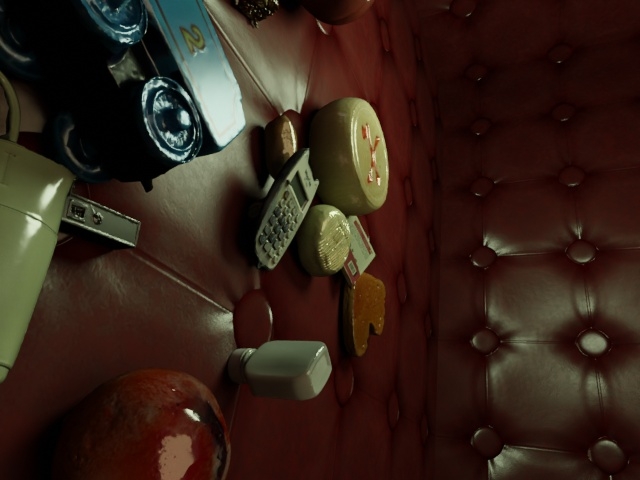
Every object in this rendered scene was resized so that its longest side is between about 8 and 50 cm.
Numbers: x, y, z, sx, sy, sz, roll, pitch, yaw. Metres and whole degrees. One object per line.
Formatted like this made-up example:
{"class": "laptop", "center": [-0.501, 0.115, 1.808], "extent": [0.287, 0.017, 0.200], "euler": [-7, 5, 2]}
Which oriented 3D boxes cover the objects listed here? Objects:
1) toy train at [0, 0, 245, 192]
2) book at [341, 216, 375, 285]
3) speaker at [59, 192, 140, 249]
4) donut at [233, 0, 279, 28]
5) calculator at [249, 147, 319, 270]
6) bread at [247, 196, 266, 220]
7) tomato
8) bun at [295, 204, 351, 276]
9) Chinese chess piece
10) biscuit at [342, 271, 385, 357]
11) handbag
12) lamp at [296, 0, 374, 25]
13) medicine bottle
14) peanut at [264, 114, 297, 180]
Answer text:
{"class": "toy train", "center": [-0.240, -0.225, 0.590], "extent": [0.265, 0.187, 0.301], "euler": [-67, 142, -52]}
{"class": "book", "center": [0.096, 0.020, 1.381], "extent": [0.162, 0.022, 0.232], "euler": [63, 29, -9]}
{"class": "speaker", "center": [-0.312, -0.035, 0.558], "extent": [0.191, 0.046, 0.040], "euler": [36, 53, -58]}
{"class": "donut", "center": [-0.163, -0.544, 0.910], "extent": [0.217, 0.085, 0.141], "euler": [-9, 94, -63]}
{"class": "calculator", "center": [-0.077, -0.058, 0.975], "extent": [0.177, 0.040, 0.268], "euler": [70, 39, -61]}
{"class": "bread", "center": [-0.120, -0.074, 0.970], "extent": [0.036, 0.047, 0.083], "euler": [52, 28, 1]}
{"class": "tomato", "center": [-0.210, 0.263, 0.558], "extent": [0.208, 0.184, 0.208], "euler": [12, 76, -63]}
{"class": "bun", "center": [0.000, 0.000, 1.143], "extent": [0.164, 0.110, 0.188], "euler": [-54, 138, -30]}
{"class": "Chinese chess piece", "center": [0.089, -0.240, 1.320], "extent": [0.338, 0.140, 0.339], "euler": [-5, 90, -65]}
{"class": "biscuit", "center": [0.136, 0.235, 1.436], "extent": [0.277, 0.052, 0.263], "euler": [24, 64, -58]}
{"class": "handbag", "center": [-0.358, -0.030, 0.400], "extent": [0.241, 0.109, 0.316], "euler": [23, 55, -44]}
{"class": "lamp", "center": [0.030, -0.708, 1.143], "extent": [0.303, 0.256, 0.304], "euler": [-6, 90, -66]}
{"class": "medicine bottle", "center": [-0.079, 0.235, 0.837], "extent": [0.119, 0.183, 0.070], "euler": [-47, 128, -57]}
{"class": "peanut", "center": [-0.090, -0.206, 1.020], "extent": [0.076, 0.076, 0.152], "euler": [-2, 93, -64]}
